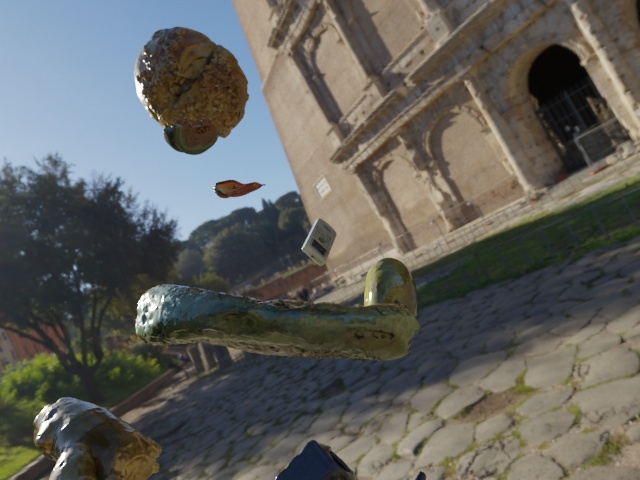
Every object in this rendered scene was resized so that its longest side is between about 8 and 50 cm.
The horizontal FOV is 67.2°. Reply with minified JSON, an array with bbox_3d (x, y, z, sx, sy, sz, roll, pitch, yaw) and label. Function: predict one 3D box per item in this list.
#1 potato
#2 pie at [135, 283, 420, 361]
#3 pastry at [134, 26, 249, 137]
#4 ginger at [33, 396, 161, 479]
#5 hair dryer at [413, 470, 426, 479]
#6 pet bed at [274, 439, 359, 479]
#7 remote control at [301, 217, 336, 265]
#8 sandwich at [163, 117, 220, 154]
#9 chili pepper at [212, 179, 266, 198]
[{"bbox_3d":[0.188,0.170,1.309,0.148,0.197,0.228,-6,42,15],"label":"potato"},{"bbox_3d":[-0.050,0.096,0.538,0.302,0.067,0.302,5,-13,1],"label":"pie"},{"bbox_3d":[-0.346,-0.406,1.296,0.284,0.316,0.184,-43,26,17],"label":"pastry"},{"bbox_3d":[-0.253,0.229,0.542,0.115,0.081,0.205,-27,28,-31],"label":"ginger"},{"bbox_3d":[0.158,0.634,0.962,0.344,0.189,0.107,-54,1,-33],"label":"hair dryer"},{"bbox_3d":[-0.020,0.638,1.225,0.211,0.183,0.159,-43,-20,-11],"label":"pet bed"},{"bbox_3d":[0.000,0.000,1.537,0.029,0.087,0.190,-41,13,31],"label":"remote control"},{"bbox_3d":[-0.227,-0.185,0.863,0.067,0.029,0.135,-57,-16,26],"label":"sandwich"},{"bbox_3d":[-0.201,-0.128,1.181,0.178,0.045,0.027,-20,-23,-52],"label":"chili pepper"}]
